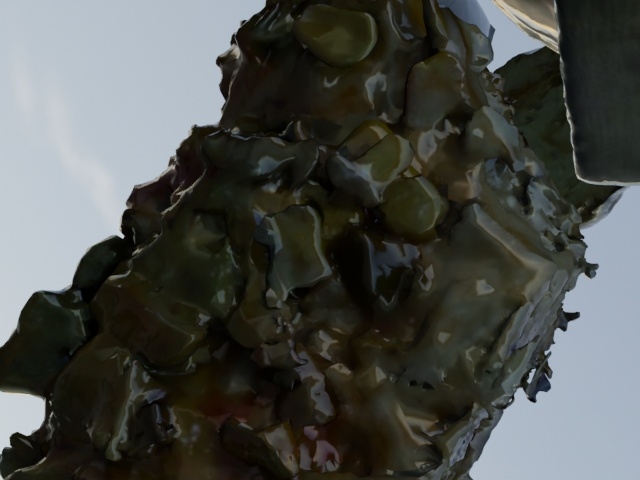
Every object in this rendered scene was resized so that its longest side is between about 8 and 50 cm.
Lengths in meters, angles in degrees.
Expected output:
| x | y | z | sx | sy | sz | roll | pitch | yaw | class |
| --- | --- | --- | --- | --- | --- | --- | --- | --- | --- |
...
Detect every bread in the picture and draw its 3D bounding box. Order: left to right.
| x | y | z | sx | sy | sz | roll | pitch | yaw | class |
| --- | --- | --- | --- | --- | --- | --- | --- | --- | --- |
| 0.155 | -0.060 | 1.175 | 0.232 | 0.088 | 0.128 | -37 | -125 | 29 | bread |

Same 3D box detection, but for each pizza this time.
| x | y | z | sx | sy | sz | roll | pitch | yaw | class |
| --- | --- | --- | --- | --- | --- | --- | --- | --- | --- |
| 0.000 | 0.000 | 0.524 | 0.147 | 0.226 | 0.069 | 23 | -18 | 30 | pizza |

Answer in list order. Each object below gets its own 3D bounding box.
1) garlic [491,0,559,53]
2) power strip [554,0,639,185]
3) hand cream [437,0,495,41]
| x | y | z | sx | sy | sz | roll | pitch | yaw | class |
| --- | --- | --- | --- | --- | --- | --- | --- | --- | --- |
| 0.177 | -0.139 | 0.841 | 0.217 | 0.110 | 0.228 | -29 | -65 | 33 | garlic |
| 0.207 | -0.132 | 0.662 | 0.092 | 0.251 | 0.257 | -78 | 162 | -46 | power strip |
| 0.081 | -0.151 | 1.237 | 0.054 | 0.186 | 0.087 | 4 | -112 | 26 | hand cream |
